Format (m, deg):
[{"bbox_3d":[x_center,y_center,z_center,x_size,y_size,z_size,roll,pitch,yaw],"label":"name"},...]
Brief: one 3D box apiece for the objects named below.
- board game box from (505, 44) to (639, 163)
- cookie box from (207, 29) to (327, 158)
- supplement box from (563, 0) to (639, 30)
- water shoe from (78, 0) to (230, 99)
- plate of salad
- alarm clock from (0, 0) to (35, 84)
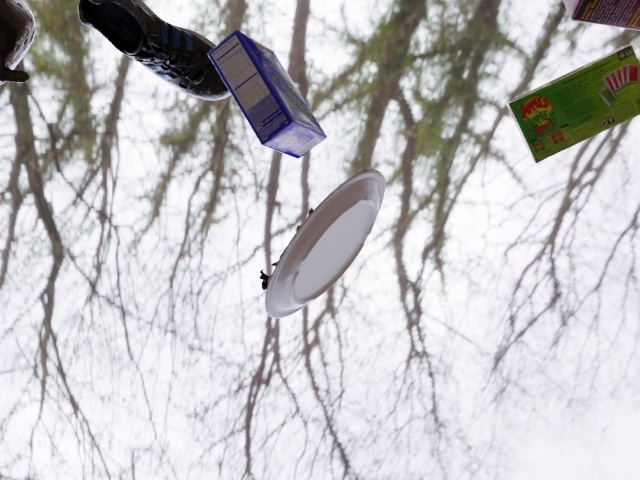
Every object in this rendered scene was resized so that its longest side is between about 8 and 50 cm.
[{"bbox_3d":[0.357,-0.187,1.624,0.181,0.043,0.092,-25,-83,7],"label":"board game box"},{"bbox_3d":[-0.049,-0.136,1.112,0.040,0.092,0.107,-35,-105,15],"label":"cookie box"},{"bbox_3d":[0.440,-0.355,1.640,0.188,0.104,0.080,5,-132,-17],"label":"supplement box"},{"bbox_3d":[-0.192,-0.219,1.372,0.203,0.073,0.080,33,-152,-7],"label":"water shoe"},{"bbox_3d":[0.000,0.000,1.303,0.048,0.200,0.200,38,-118,19],"label":"plate of salad"},{"bbox_3d":[-0.228,-0.090,0.658,0.064,0.192,0.129,52,-126,-25],"label":"alarm clock"}]
